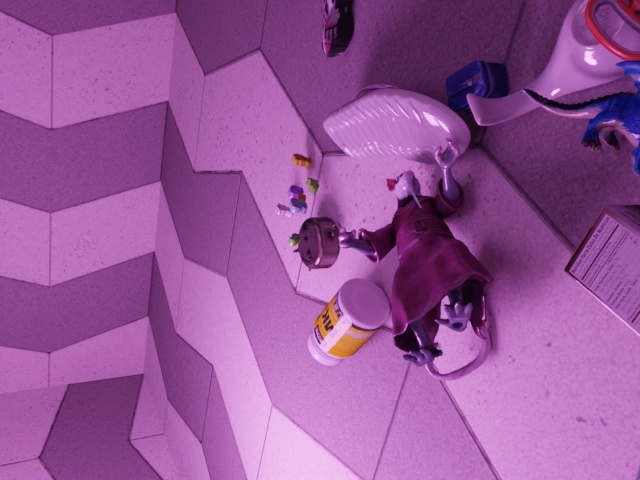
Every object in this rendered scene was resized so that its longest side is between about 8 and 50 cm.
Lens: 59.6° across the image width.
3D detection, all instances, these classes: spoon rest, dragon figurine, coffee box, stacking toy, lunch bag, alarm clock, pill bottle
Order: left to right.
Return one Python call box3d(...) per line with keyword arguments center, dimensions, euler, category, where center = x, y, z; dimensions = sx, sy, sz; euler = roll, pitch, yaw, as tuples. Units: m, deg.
box3d(center=(-0.062, -0.106, 1.416), dimensions=(0.221, 0.052, 0.167), euler=(-107, 33, -60), category="stacking toy")
box3d(center=(0.000, 0.000, 1.379), dimensions=(0.192, 0.064, 0.129), euler=(-32, 64, 53), category="alarm clock")
box3d(center=(0.055, 0.186, 1.231), dimensions=(0.208, 0.119, 0.119), euler=(-58, 44, 44), category="pill bottle")
box3d(center=(0.250, -0.252, 0.922), dimensions=(0.098, 0.065, 0.067), euler=(-22, 72, 58), category="lunch bag")
box3d(center=(0.340, -0.253, 0.776), dimensions=(0.276, 0.084, 0.137), euler=(-32, 64, 41), category="spoon rest")
box3d(center=(0.390, -0.163, 0.664), dimensions=(0.289, 0.085, 0.144), euler=(52, 133, 42), category="dragon figurine")
box3d(center=(0.410, 0.067, 0.588), dimensions=(0.246, 0.141, 0.098), euler=(55, 137, 45), category="coffee box")

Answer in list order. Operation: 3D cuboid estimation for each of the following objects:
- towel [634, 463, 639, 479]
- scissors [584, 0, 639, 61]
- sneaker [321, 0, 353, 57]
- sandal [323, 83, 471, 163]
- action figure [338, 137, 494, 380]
box3d(center=(0.441, 0.118, 0.397), dimensions=(0.090, 0.320, 0.374), euler=(-47, -33, -69), category="towel")
box3d(center=(0.323, -0.346, 0.691), dimensions=(0.109, 0.021, 0.297), euler=(-43, 74, 16), category="scissors")
box3d(center=(0.034, -0.512, 1.300), dimensions=(0.077, 0.072, 0.178), euler=(-170, 88, -72), category="sneaker")
box3d(center=(0.135, -0.240, 1.079), dimensions=(0.102, 0.169, 0.416), euler=(-52, 29, -12), category="sandal")
box3d(center=(0.198, 0.011, 0.974), dimensions=(0.248, 0.276, 0.370), euler=(-30, 42, 24), category="action figure")
